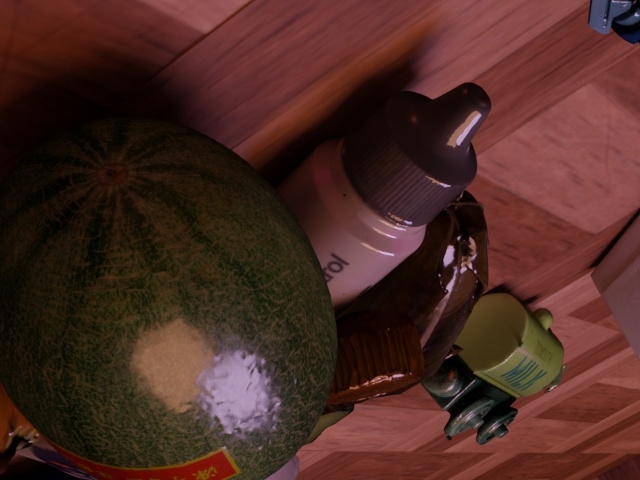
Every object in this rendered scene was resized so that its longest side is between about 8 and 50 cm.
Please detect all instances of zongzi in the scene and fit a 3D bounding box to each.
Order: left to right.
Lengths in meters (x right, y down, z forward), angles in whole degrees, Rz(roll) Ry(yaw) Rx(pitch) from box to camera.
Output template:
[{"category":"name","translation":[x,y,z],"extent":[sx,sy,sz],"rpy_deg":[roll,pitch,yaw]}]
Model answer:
[{"category":"zongzi","translation":[0.005,0.062,0.922],"extent":[0.241,0.111,0.248],"rpy_deg":[-27,160,-17]}]

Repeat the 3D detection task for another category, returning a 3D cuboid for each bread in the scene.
[{"category":"bread","translation":[0.025,0.073,0.828],"extent":[0.085,0.053,0.085],"rpy_deg":[-15,167,-3]}]

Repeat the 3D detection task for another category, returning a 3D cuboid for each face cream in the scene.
[{"category":"face cream","translation":[0.000,0.000,0.819],"extent":[0.092,0.092,0.311],"rpy_deg":[-2,148,-46]}]

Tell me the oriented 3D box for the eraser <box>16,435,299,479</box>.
[{"category":"eraser","translation":[-0.128,0.143,0.892],"extent":[0.210,0.068,0.124],"rpy_deg":[14,164,12]}]

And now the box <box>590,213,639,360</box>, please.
[{"category":"box","translation":[0.436,-0.003,1.253],"extent":[0.274,0.116,0.203],"rpy_deg":[-16,156,-22]}]

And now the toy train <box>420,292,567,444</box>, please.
[{"category":"toy train","translation":[0.180,0.127,1.322],"extent":[0.157,0.105,0.253],"rpy_deg":[-43,156,6]}]

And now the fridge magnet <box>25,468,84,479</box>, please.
[{"category":"fridge magnet","translation":[-0.243,0.285,1.179],"extent":[0.265,0.113,0.265],"rpy_deg":[-22,161,-8]}]

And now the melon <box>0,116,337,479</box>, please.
[{"category":"melon","translation":[-0.082,0.049,0.702],"extent":[0.182,0.182,0.288],"rpy_deg":[-25,146,0]}]

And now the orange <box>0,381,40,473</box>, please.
[{"category":"orange","translation":[-0.231,0.082,0.722],"extent":[0.160,0.112,0.170],"rpy_deg":[4,-173,-44]}]

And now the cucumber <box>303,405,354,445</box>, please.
[{"category":"cucumber","translation":[-0.052,0.167,1.211],"extent":[0.078,0.062,0.211],"rpy_deg":[10,150,-29]}]

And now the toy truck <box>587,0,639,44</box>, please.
[{"category":"toy truck","translation":[0.178,-0.149,0.724],"extent":[0.090,0.056,0.073],"rpy_deg":[10,147,-37]}]
